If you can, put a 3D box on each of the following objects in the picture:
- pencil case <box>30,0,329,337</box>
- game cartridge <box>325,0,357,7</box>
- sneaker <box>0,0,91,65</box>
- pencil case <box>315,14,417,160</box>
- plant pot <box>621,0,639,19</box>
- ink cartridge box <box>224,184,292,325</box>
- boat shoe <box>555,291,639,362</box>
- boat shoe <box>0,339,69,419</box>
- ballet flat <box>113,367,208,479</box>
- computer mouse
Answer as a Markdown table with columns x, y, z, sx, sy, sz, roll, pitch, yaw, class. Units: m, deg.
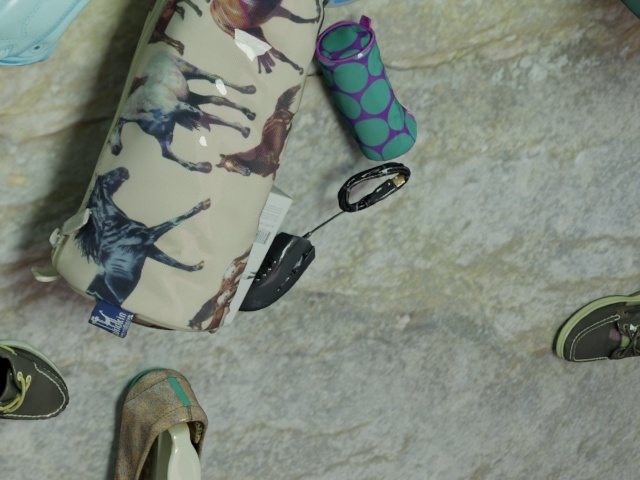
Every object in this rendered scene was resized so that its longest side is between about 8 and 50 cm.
| x | y | z | sx | sy | sz | roll | pitch | yaw | class |
| --- | --- | --- | --- | --- | --- | --- | --- | --- | --- |
| -0.117 | -0.116 | 1.474 | 0.184 | 0.160 | 0.410 | 14 | 102 | -27 | pencil case |
| 0.025 | -0.264 | 1.626 | 0.083 | 0.017 | 0.056 | -22 | 132 | -29 | game cartridge |
| -0.284 | -0.185 | 1.327 | 0.366 | 0.135 | 0.150 | -34 | 130 | -19 | sneaker |
| 0.049 | -0.155 | 1.678 | 0.070 | 0.064 | 0.151 | -40 | 134 | -12 | pencil case |
| 0.412 | -0.339 | 1.735 | 0.272 | 0.255 | 0.271 | -20 | 127 | -29 | plant pot |
| -0.113 | 0.001 | 1.638 | 0.109 | 0.063 | 0.150 | 17 | 105 | -44 | ink cartridge box |
| 0.412 | 0.118 | 2.150 | 0.224 | 0.073 | 0.080 | -14 | 124 | -34 | boat shoe |
| -0.321 | 0.132 | 1.538 | 0.228 | 0.069 | 0.081 | 29 | 95 | -46 | boat shoe |
| -0.175 | 0.290 | 1.734 | 0.108 | 0.106 | 0.316 | -15 | 125 | -33 | ballet flat |
| 0.000 | 0.000 | 1.714 | 0.242 | 0.041 | 0.071 | -39 | 141 | 3 | computer mouse |
